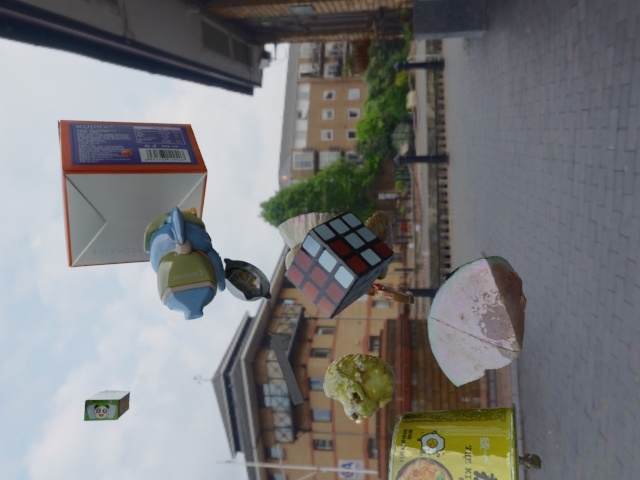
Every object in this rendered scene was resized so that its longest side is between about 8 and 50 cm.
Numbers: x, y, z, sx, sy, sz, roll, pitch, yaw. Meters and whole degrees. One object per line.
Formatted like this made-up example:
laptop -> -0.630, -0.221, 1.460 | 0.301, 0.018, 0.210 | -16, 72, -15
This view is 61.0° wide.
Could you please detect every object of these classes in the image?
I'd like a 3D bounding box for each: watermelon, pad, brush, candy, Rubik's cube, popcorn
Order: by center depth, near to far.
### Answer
Rubik's cube -> 0.042, 0.053, 1.258 | 0.162, 0.163, 0.161 | -26, -26, -46
brush -> 0.000, 0.000, 1.545 | 0.266, 0.174, 0.166 | -32, 61, 52
watermelon -> 0.462, 0.207, 1.575 | 0.222, 0.292, 0.319 | -29, -91, -49
candy -> -0.629, 0.487, 1.609 | 0.194, 0.097, 0.062 | 140, 132, -77
popcorn -> 0.121, 0.465, 1.721 | 0.200, 0.225, 0.203 | 167, 98, -76
pad -> -0.121, 0.457, 1.944 | 0.159, 0.009, 0.265 | 52, -165, -74

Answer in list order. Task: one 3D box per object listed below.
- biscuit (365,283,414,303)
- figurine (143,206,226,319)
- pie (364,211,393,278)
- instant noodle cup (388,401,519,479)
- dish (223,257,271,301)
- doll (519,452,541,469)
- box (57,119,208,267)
biscuit -> 0.221, 0.177, 1.856 | 0.324, 0.205, 0.050 | 178, 104, -84
figurine -> -0.284, 0.055, 1.132 | 0.180, 0.153, 0.262 | 56, -166, -66
pie -> 0.208, 0.021, 1.954 | 0.273, 0.069, 0.274 | 0, -90, -69
instant noodle cup -> 0.295, 0.506, 1.168 | 0.325, 0.254, 0.326 | -1, -90, -70
dish -> -0.320, 0.180, 2.183 | 0.227, 0.236, 0.086 | 0, -47, -48
doll -> 0.537, 0.627, 1.563 | 0.202, 0.285, 0.091 | 141, 143, -77
box -> -0.514, -0.134, 1.476 | 0.257, 0.348, 0.319 | -117, 32, -41
